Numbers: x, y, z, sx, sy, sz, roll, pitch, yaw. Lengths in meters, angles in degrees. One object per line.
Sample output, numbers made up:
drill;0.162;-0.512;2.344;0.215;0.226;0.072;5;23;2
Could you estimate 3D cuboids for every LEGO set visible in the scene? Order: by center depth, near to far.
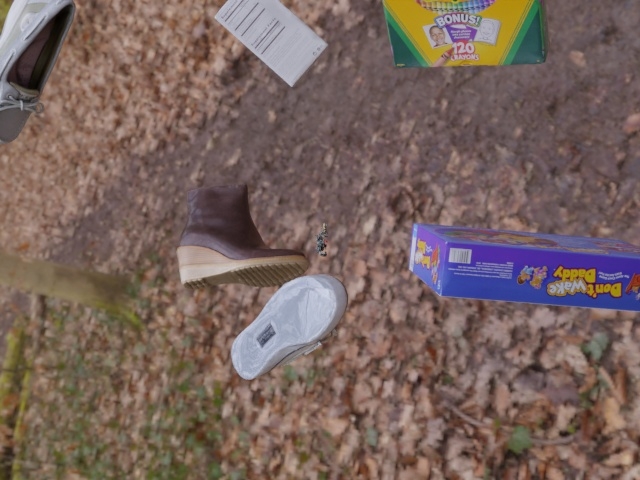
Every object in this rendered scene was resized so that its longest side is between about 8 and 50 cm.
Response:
LEGO set;0.000;0.002;1.589;0.083;0.023;0.054;-80;-10;-77

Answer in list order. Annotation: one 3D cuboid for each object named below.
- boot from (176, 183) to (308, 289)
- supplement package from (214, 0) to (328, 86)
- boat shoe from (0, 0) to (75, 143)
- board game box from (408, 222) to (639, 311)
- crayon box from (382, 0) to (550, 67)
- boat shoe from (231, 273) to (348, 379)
boot;-0.141;-0.019;1.608;0.248;0.090;0.207;-6;59;12
supplement package;-0.114;-0.499;2.120;0.134;0.244;0.139;-48;6;8
boat shoe;-0.566;-0.329;1.697;0.103;0.118;0.320;27;94;28
board game box;0.327;0.038;1.326;0.233;0.347;0.078;-121;36;-81
crayon box;0.259;-0.401;1.571;0.278;0.165;0.081;3;42;23
boat shoe;-0.029;0.174;1.812;0.367;0.156;0.136;-46;64;41
